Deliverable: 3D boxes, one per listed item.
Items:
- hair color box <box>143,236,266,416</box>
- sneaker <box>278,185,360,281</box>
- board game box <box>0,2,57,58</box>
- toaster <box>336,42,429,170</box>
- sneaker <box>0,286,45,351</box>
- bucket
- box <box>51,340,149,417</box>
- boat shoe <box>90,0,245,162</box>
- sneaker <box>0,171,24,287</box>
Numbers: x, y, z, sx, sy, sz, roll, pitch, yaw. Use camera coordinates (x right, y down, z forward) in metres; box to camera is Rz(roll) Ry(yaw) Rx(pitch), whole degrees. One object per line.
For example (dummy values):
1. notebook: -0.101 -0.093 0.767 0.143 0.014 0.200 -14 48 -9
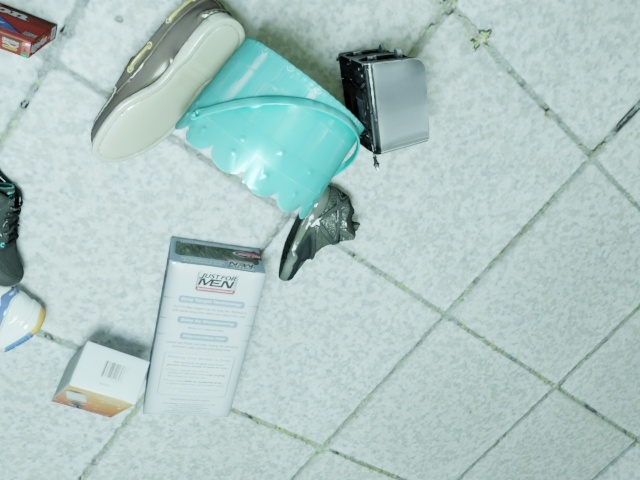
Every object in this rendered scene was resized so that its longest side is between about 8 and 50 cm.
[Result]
1. hair color box: -0.251 0.191 1.055 0.186 0.113 0.374 9 114 -18
2. sneaker: 0.000 0.000 1.036 0.130 0.087 0.227 24 103 -17
3. board game box: -0.540 -0.335 0.700 0.282 0.145 0.027 16 117 -21
4. toaster: 0.109 -0.246 0.894 0.110 0.168 0.185 -15 118 -8
5. sneaker: -0.684 0.181 0.944 0.297 0.112 0.130 -35 125 -7
6. bucket: -0.074 -0.183 0.830 0.281 0.281 0.183 32 100 -26
7. box: -0.449 0.288 1.022 0.130 0.090 0.170 27 141 -24
8. boat shoe: -0.269 -0.265 0.832 0.324 0.096 0.117 -42 159 12
9. sneaker: -0.571 -0.038 0.868 0.106 0.101 0.267 -16 119 -9
